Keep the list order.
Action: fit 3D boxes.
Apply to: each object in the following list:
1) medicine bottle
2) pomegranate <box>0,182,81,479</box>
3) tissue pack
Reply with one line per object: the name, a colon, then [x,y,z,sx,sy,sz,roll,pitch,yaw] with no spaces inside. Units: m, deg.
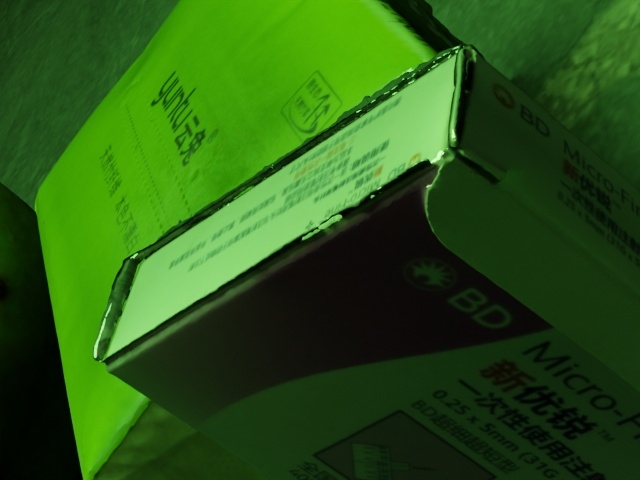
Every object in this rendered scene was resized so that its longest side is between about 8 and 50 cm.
medicine bottle: [0.057,0.044,0.536,0.171,0.201,0.052,-29,32,43]
pomegranate: [-0.240,0.113,1.016,0.310,0.216,0.358,-56,-6,-2]
tissue pack: [0.000,0.000,0.735,0.200,0.167,0.275,-50,25,10]
